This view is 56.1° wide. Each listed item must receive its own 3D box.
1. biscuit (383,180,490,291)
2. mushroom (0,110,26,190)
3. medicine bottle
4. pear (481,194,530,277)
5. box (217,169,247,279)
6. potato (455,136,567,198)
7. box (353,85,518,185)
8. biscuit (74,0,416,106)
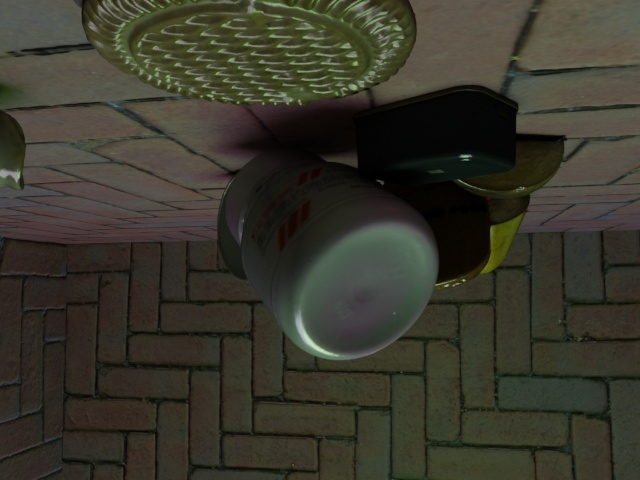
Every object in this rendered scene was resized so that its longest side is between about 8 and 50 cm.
[{"bbox_3d":[0.167,-0.034,1.072,0.262,0.276,0.052,-3,147,18],"label":"biscuit"},{"bbox_3d":[-0.479,-0.064,0.657,0.298,0.297,0.290,-3,-161,29],"label":"mushroom"},{"bbox_3d":[0.000,0.000,0.937,0.256,0.255,0.325,2,-154,-29],"label":"medicine bottle"},{"bbox_3d":[0.350,-0.012,1.348,0.267,0.177,0.267,-11,-157,5],"label":"pear"},{"bbox_3d":[-0.092,-0.030,1.238,0.150,0.225,0.226,4,174,-40],"label":"box"},{"bbox_3d":[0.274,-0.119,0.997,0.244,0.098,0.138,2,177,-14],"label":"potato"},{"bbox_3d":[0.155,-0.133,0.820,0.201,0.090,0.145,-4,174,41],"label":"box"},{"bbox_3d":[-0.050,-0.165,0.436,0.260,0.079,0.259,-1,175,0],"label":"biscuit"}]
